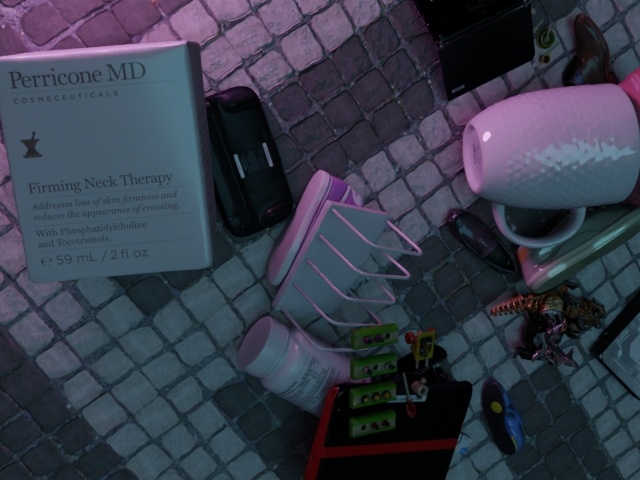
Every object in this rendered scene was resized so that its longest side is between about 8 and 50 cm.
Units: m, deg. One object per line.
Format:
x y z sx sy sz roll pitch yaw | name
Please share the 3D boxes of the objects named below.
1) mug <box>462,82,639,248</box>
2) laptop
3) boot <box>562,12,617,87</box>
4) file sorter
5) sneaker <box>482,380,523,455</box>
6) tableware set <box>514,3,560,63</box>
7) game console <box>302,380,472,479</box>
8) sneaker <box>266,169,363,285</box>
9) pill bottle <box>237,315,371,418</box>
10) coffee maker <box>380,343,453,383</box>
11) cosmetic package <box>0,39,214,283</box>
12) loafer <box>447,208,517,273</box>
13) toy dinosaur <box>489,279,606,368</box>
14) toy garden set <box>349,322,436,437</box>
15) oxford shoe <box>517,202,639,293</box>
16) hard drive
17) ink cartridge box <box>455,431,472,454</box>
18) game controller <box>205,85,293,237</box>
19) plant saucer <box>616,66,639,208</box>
0.507 -0.159 1.815 0.328 0.276 0.373 -6 111 -4 | mug
0.341 -0.498 1.802 0.234 0.136 0.264 -27 84 -3 | laptop
0.622 -0.419 1.882 0.106 0.082 0.219 -33 113 -9 | boot
0.066 0.084 1.732 0.193 0.173 0.277 9 116 -44 | file sorter
0.483 0.454 2.080 0.082 0.069 0.209 -28 104 -43 | sneaker
0.492 -0.478 1.858 0.104 0.024 0.154 -47 112 -1 | tableware set
0.156 0.477 1.854 0.387 0.060 0.341 4 108 -28 | game console
0.000 0.000 1.794 0.161 0.102 0.282 29 95 -25 | sneaker
-0.038 0.296 1.823 0.283 0.160 0.160 33 93 -21 | pill bottle
0.260 0.371 1.969 0.171 0.120 0.178 -19 109 14 | coffee maker
-0.377 -0.163 1.490 0.330 0.327 0.393 -6 105 -4 | cosmetic package
0.397 0.004 1.923 0.223 0.078 0.076 40 90 -22 | loafer
0.574 0.202 2.017 0.322 0.164 0.218 8 87 0 | toy dinosaur
0.164 0.303 1.731 0.204 0.049 0.244 -6 104 -26 | toy garden set
0.678 -0.027 1.974 0.450 0.169 0.130 -28 65 -10 | oxford shoe
0.915 0.249 2.151 0.339 0.064 0.237 -47 111 0 | hard drive
0.347 0.516 2.065 0.083 0.028 0.048 31 93 -21 | ink cartridge box
-0.169 -0.169 1.727 0.167 0.067 0.319 -27 111 -24 | game controller
0.727 -0.236 1.845 0.084 0.332 0.331 -3 106 7 | plant saucer
